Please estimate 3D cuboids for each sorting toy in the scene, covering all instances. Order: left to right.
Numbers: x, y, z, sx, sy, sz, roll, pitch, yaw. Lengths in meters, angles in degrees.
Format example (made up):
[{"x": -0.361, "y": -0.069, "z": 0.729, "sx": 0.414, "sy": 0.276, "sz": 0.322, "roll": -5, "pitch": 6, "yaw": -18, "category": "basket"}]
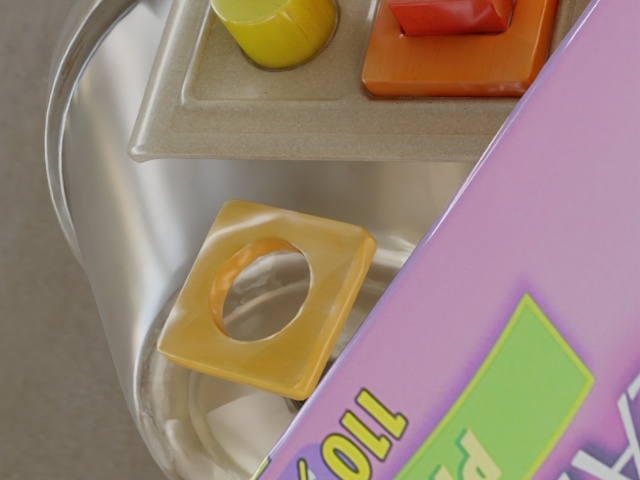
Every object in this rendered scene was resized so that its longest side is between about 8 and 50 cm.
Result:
[{"x": 0.024, "y": -0.112, "z": 0.660, "sx": 0.196, "sy": 0.047, "sz": 0.348, "roll": 0, "pitch": 63, "yaw": 30, "category": "sorting toy"}]

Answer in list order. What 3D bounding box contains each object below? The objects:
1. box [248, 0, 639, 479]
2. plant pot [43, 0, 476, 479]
[{"x": 0.109, "y": 0.030, "z": 0.420, "sx": 0.117, "sy": 0.243, "sz": 0.213, "roll": 40, "pitch": 107, "yaw": 18, "category": "box"}, {"x": 0.000, "y": 0.000, "z": 0.989, "sx": 0.323, "sy": 0.323, "sz": 0.280, "roll": -41, "pitch": 25, "yaw": 24, "category": "plant pot"}]
